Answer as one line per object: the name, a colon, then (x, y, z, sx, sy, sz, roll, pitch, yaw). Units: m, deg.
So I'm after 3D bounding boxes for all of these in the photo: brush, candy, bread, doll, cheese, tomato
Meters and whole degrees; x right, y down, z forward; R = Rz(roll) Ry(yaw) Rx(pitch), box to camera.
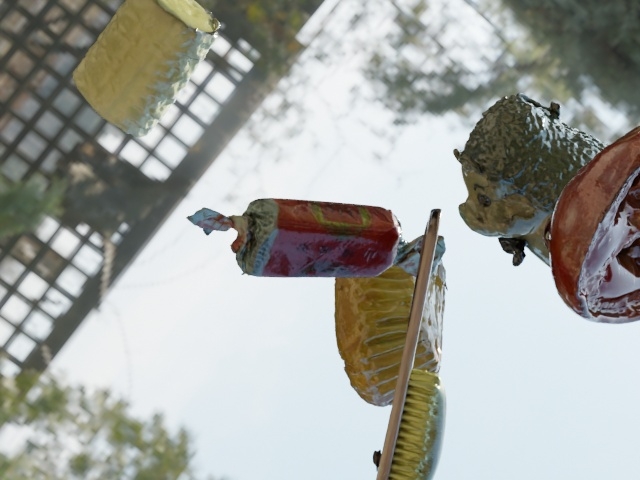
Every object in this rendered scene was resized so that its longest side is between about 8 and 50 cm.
brush: (0.107, 0.123, 1.352, 0.072, 0.067, 0.312, -77, 177, -87)
candy: (0.001, 0.000, 1.378, 0.059, 0.292, 0.086, -108, -150, -46)
bread: (0.098, 0.112, 1.827, 0.139, 0.239, 0.240, -5, -149, 15)
doll: (0.360, -0.067, 2.051, 0.247, 0.349, 0.247, -43, -158, 22)
cheese: (-0.209, -0.221, 1.589, 0.167, 0.123, 0.094, -50, 177, 24)
tomato: (0.300, -0.027, 1.301, 0.228, 0.228, 0.101, -51, -128, 0)
